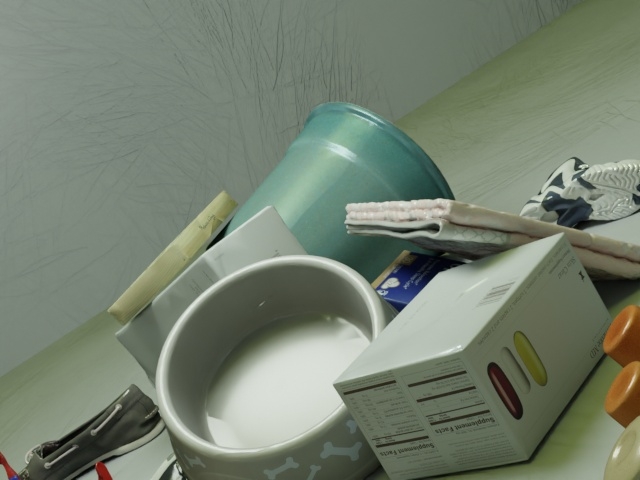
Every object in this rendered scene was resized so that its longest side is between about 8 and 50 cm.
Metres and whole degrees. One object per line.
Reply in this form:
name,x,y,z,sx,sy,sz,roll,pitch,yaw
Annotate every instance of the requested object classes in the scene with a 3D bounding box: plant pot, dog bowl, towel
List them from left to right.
dog bowl,-0.050,0.166,1.616,0.348,0.102,0.349,-13,48,15
plant pot,0.000,0.000,2.155,0.334,0.341,0.341,-44,16,-26
towel,0.229,0.004,1.719,0.317,0.053,0.332,13,-4,-21

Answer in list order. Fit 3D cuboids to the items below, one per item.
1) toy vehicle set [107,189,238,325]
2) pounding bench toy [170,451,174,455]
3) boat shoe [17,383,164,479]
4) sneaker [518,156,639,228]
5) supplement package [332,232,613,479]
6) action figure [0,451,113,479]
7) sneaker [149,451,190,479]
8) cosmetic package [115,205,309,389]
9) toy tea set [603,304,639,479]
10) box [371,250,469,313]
toy vehicle set,-0.231,0.023,2.046,0.166,0.035,0.267,-43,6,23
pounding bench toy,-0.192,0.329,1.841,0.083,0.052,0.065,-32,11,-9
boat shoe,-0.429,0.354,2.229,0.335,0.095,0.112,-28,11,11
sneaker,0.424,-0.090,1.979,0.235,0.094,0.153,-34,15,41
supplement package,0.184,0.135,1.481,0.204,0.145,0.262,-20,16,44
action figure,-0.478,0.396,2.094,0.280,0.139,0.091,-25,11,36
sneaker,-0.197,0.368,1.636,0.283,0.107,0.124,-35,26,-4
cosmetic package,-0.141,0.132,1.967,0.156,0.217,0.385,-38,2,-34
toy tea set,0.365,0.132,1.217,0.200,0.124,0.336,-58,3,24
box,0.185,0.076,1.760,0.225,0.037,0.136,12,33,27
